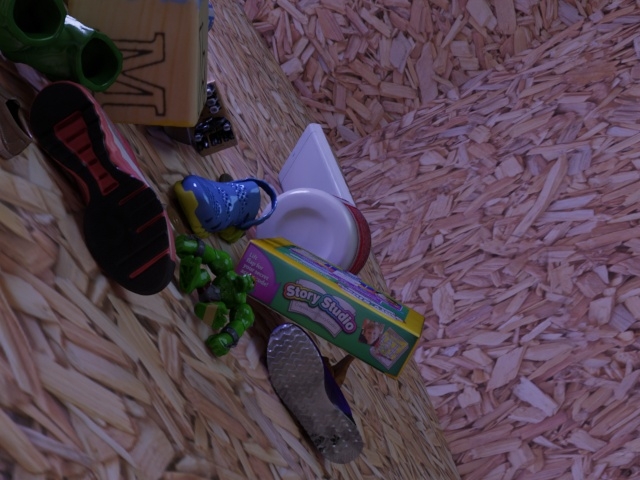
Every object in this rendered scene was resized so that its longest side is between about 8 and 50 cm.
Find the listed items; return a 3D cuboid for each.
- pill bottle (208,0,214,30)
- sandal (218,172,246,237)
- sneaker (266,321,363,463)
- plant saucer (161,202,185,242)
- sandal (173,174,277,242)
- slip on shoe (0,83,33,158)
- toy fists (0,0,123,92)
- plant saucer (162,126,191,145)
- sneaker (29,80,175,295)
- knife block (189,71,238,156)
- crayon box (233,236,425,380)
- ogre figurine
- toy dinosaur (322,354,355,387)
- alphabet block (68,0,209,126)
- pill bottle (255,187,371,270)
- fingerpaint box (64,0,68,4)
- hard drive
[{"bbox_3d":[-0.338,-0.554,2.232,0.124,0.124,0.221,61,9,-9],"label":"pill bottle"},{"bbox_3d":[-0.179,-0.080,1.987,0.072,0.049,0.180,53,13,-45],"label":"sandal"},{"bbox_3d":[-0.020,0.279,1.741,0.146,0.102,0.294,-108,172,-76],"label":"sneaker"},{"bbox_3d":[-0.253,-0.031,1.555,0.083,0.015,0.083,59,10,-18],"label":"plant saucer"},{"bbox_3d":[-0.176,-0.077,1.740,0.126,0.138,0.317,66,11,6],"label":"sandal"},{"bbox_3d":[-0.388,-0.164,1.115,0.135,0.041,0.051,67,10,25],"label":"slip on shoe"},{"bbox_3d":[-0.384,-0.279,1.192,0.142,0.096,0.279,28,-2,21],"label":"toy fists"},{"bbox_3d":[-0.310,-0.327,1.740,0.310,0.050,0.311,164,-90,-83],"label":"plant saucer"},{"bbox_3d":[-0.275,-0.075,1.257,0.314,0.115,0.136,63,8,3],"label":"sneaker"},{"bbox_3d":[-0.253,-0.301,1.922,0.242,0.088,0.276,78,-8,-62],"label":"knife block"},{"bbox_3d":[0.025,0.124,1.809,0.362,0.106,0.313,29,6,7],"label":"crayon box"},{"bbox_3d":[-0.168,0.082,1.488,0.197,0.097,0.118,50,24,16],"label":"ogre figurine"},{"bbox_3d":[0.033,0.280,1.919,0.112,0.212,0.064,39,-25,-13],"label":"toy dinosaur"},{"bbox_3d":[-0.276,-0.298,1.418,0.192,0.193,0.197,-89,-177,-69],"label":"alphabet block"},{"bbox_3d":[0.000,0.000,2.189,0.229,0.229,0.407,64,9,6],"label":"pill bottle"},{"bbox_3d":[-0.493,-0.656,1.547,0.445,0.163,0.371,47,19,-61],"label":"fingerpaint box"},{"bbox_3d":[-0.011,-0.122,2.560,0.047,0.233,0.353,2,50,-33],"label":"hard drive"}]
